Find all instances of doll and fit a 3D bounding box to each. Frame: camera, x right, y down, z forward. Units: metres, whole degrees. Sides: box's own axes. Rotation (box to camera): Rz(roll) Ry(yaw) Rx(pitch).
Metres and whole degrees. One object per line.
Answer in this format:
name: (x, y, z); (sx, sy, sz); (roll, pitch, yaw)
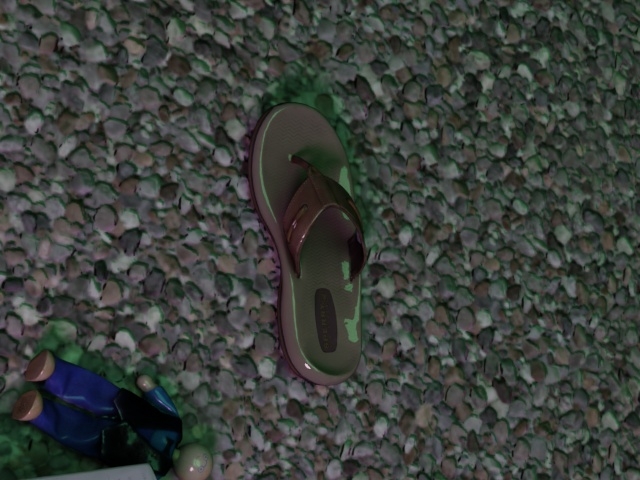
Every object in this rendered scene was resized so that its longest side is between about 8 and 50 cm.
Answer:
doll: (-0.177, 0.170, 1.268); (0.189, 0.046, 0.129); (29, 57, -27)

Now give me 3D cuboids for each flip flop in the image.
flip flop: (0.000, 0.000, 1.383); (0.112, 0.080, 0.277); (-1, 80, -29)

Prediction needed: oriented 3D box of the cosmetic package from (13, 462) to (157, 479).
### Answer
cosmetic package: (-0.246, 0.253, 1.161); (0.231, 0.117, 0.085); (-5, 54, -29)
